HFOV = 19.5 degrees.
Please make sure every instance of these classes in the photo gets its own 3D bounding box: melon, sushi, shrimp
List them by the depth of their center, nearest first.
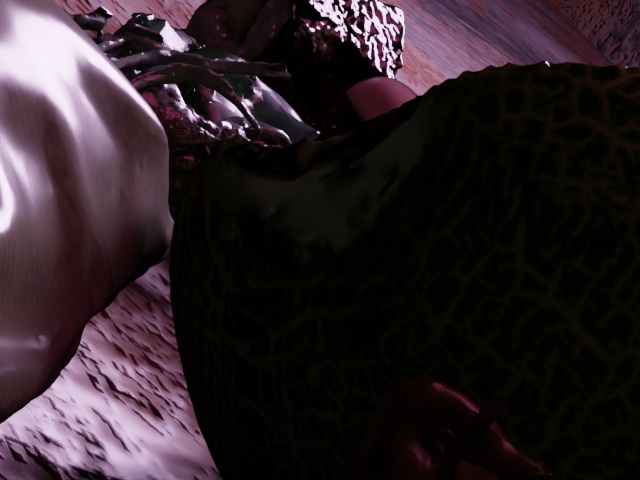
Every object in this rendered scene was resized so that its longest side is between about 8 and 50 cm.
[{"bbox_3d":[0.050,0.053,0.443,0.169,0.265,0.129,29,62,-33],"label":"melon"},{"bbox_3d":[-0.082,-0.053,0.603,0.174,0.082,0.076,23,26,-34],"label":"shrimp"},{"bbox_3d":[-0.016,-0.085,0.895,0.084,0.098,0.094,29,37,-31],"label":"sushi"}]

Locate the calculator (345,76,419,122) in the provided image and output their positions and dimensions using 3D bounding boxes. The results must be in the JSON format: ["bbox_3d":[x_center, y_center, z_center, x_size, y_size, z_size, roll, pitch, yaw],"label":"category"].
[{"bbox_3d":[0.117,0.057,0.748,0.330,0.048,0.220,46,9,-38],"label":"calculator"}]

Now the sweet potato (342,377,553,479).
[{"bbox_3d":[0.151,0.186,0.386,0.422,0.130,0.130,37,14,-8],"label":"sweet potato"}]

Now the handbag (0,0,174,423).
[{"bbox_3d":[-0.168,-0.075,0.369,0.316,0.109,0.253,46,17,-6],"label":"handbag"}]

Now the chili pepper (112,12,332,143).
[{"bbox_3d":[0.001,-0.002,0.715,0.224,0.061,0.098,42,6,12],"label":"chili pepper"}]
